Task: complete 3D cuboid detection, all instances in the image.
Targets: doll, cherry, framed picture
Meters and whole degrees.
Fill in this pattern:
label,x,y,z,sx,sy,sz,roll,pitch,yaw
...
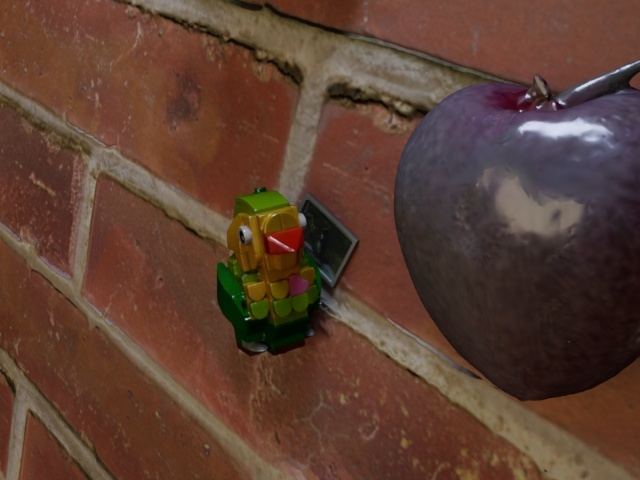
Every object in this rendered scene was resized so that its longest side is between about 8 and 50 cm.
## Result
label,x,y,z,sx,sy,sz,roll,pitch,yaw
doll,-0.058,0.034,0.766,0.134,0.106,0.186,52,146,43
cherry,0.157,-0.015,0.510,0.213,0.183,0.266,18,104,45
framed picture,0.000,0.000,0.783,0.089,0.006,0.066,45,122,31
